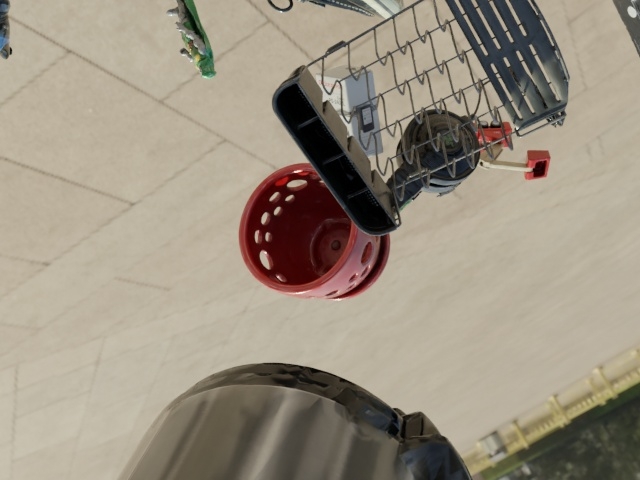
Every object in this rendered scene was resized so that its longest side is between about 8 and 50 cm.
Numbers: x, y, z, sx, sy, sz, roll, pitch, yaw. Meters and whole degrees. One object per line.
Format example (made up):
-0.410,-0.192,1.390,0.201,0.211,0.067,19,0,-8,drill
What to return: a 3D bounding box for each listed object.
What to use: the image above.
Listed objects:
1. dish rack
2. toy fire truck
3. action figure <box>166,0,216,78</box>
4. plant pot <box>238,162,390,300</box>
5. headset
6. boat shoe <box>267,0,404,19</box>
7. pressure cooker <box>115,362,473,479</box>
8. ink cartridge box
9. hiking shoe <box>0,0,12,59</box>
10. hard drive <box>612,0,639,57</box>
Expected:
0.112,-0.144,0.867,0.272,0.074,0.208,-25,121,22,dish rack
0.317,-0.168,1.562,0.192,0.135,0.047,-2,131,-1,toy fire truck
-0.262,-0.414,1.717,0.064,0.232,0.137,-18,148,-15,action figure
0.000,0.000,1.241,0.191,0.191,0.174,-33,155,13,plant pot
0.219,-0.130,1.419,0.394,0.185,0.243,-47,177,6,headset
-0.050,-0.446,1.266,0.156,0.186,0.500,-30,155,34,boat shoe
-0.052,0.333,0.864,0.420,0.370,0.375,-66,173,-62,pressure cooker
0.051,-0.229,1.495,0.063,0.150,0.109,-19,-157,-24,ink cartridge box
-0.641,-0.322,1.431,0.304,0.113,0.132,-42,144,-44,hiking shoe
0.543,-0.259,1.100,0.064,0.236,0.339,-33,-169,-6,hard drive
